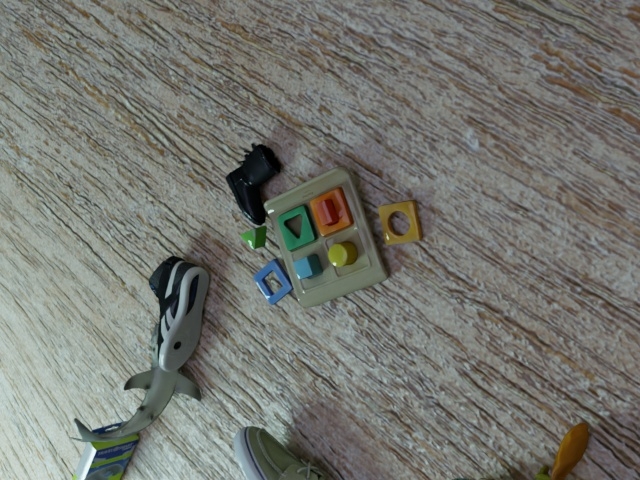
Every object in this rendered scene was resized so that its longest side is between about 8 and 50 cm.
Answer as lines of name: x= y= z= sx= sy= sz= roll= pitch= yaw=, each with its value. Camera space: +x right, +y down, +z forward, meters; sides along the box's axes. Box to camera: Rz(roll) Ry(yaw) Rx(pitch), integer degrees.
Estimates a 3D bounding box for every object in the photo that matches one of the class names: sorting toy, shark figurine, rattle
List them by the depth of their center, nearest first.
rattle: x=0.262 y=0.313 z=1.043 sx=0.199 sy=0.130 sz=0.143 roll=172 pitch=101 yaw=-65
sorting toy: x=0.000 y=0.000 z=1.208 sx=0.347 sy=0.047 sz=0.196 roll=-23 pitch=87 yaw=35
shark figurine: x=-0.354 y=0.325 z=1.494 sx=0.166 sy=0.278 sz=0.116 roll=40 pitch=164 yaw=-3

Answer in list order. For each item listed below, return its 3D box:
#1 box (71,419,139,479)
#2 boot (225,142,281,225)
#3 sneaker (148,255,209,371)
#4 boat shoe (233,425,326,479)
box: x=-0.464 y=0.471 z=1.609 sx=0.042 sy=0.109 sz=0.178 roll=43 pitch=120 yaw=31
boot: x=-0.107 y=-0.100 z=1.305 sx=0.099 sy=0.045 sz=0.121 roll=-39 pitch=73 yaw=29
sneaker: x=-0.292 y=0.136 z=1.462 sx=0.121 sy=0.079 sz=0.217 roll=26 pitch=102 yaw=37
boat shoe: x=-0.028 y=0.429 z=1.277 sx=0.094 sy=0.109 sz=0.302 roll=-46 pitch=76 yaw=16
